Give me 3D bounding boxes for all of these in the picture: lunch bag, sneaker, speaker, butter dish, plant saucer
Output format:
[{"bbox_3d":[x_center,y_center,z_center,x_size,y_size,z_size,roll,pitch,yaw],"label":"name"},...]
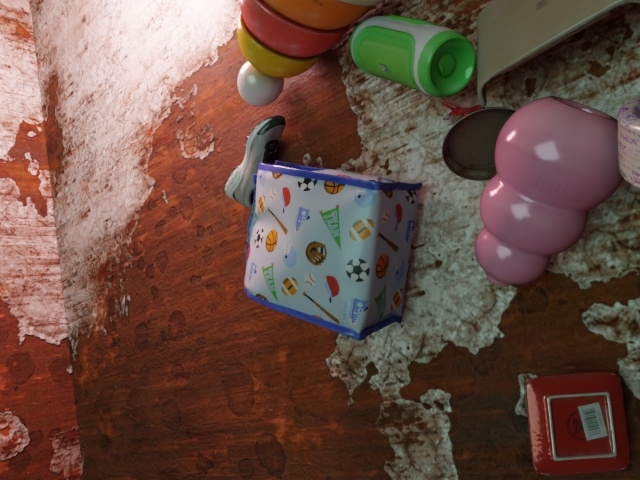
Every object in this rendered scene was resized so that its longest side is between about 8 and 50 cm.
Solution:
[{"bbox_3d":[0.000,0.000,1.289,0.386,0.239,0.327,11,99,34],"label":"lunch bag"},{"bbox_3d":[-0.150,-0.203,1.527,0.108,0.100,0.271,39,118,20],"label":"sneaker"},{"bbox_3d":[0.173,-0.373,1.167,0.296,0.131,0.131,43,118,54],"label":"speaker"},{"bbox_3d":[0.420,0.303,0.994,0.160,0.118,0.160,-4,83,1],"label":"butter dish"},{"bbox_3d":[0.309,-0.182,1.083,0.168,0.169,0.029,-40,33,34],"label":"plant saucer"}]

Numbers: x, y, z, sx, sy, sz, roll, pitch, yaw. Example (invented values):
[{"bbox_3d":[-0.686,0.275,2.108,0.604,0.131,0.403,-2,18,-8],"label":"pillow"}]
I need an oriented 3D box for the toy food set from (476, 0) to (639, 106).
[{"bbox_3d":[0.403,-0.373,1.002,0.306,0.092,0.219,-26,40,40],"label":"toy food set"}]

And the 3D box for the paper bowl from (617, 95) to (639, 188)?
[{"bbox_3d":[0.553,-0.117,0.777,0.284,0.284,0.148,11,123,41],"label":"paper bowl"}]

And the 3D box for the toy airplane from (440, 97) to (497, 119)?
[{"bbox_3d":[0.284,-0.245,1.124,0.151,0.151,0.028,24,91,39],"label":"toy airplane"}]

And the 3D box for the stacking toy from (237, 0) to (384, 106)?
[{"bbox_3d":[-0.089,-0.505,1.359,0.480,0.351,0.350,-51,57,44],"label":"stacking toy"}]

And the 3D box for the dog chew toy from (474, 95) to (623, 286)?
[{"bbox_3d":[0.368,-0.068,0.994,0.207,0.207,0.331,38,121,35],"label":"dog chew toy"}]
